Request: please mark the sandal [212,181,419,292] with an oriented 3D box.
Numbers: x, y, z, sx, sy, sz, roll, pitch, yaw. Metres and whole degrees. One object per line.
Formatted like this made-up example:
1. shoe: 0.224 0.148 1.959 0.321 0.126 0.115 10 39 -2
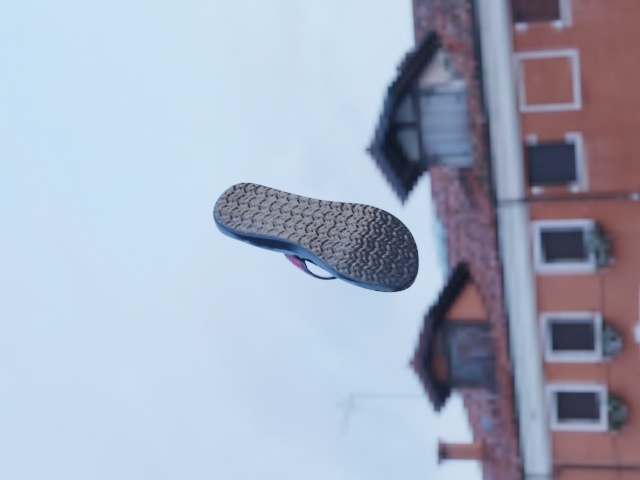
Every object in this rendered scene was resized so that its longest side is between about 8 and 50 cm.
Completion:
1. sandal: 0.000 0.000 1.219 0.067 0.179 0.040 -54 -32 -30
